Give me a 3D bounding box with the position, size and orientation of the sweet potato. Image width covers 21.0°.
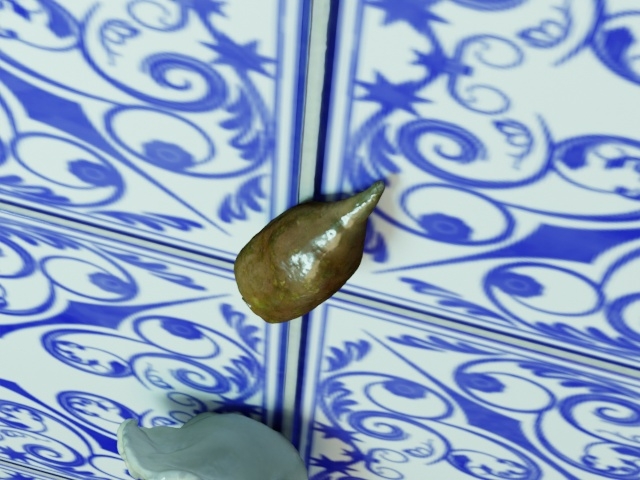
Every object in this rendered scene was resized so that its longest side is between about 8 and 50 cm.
[{"bbox_3d":[0.000,0.000,0.824,0.049,0.049,0.117,26,143,-18],"label":"sweet potato"}]

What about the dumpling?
[{"bbox_3d":[-0.072,0.158,1.126,0.127,0.108,0.188,35,176,22],"label":"dumpling"}]
